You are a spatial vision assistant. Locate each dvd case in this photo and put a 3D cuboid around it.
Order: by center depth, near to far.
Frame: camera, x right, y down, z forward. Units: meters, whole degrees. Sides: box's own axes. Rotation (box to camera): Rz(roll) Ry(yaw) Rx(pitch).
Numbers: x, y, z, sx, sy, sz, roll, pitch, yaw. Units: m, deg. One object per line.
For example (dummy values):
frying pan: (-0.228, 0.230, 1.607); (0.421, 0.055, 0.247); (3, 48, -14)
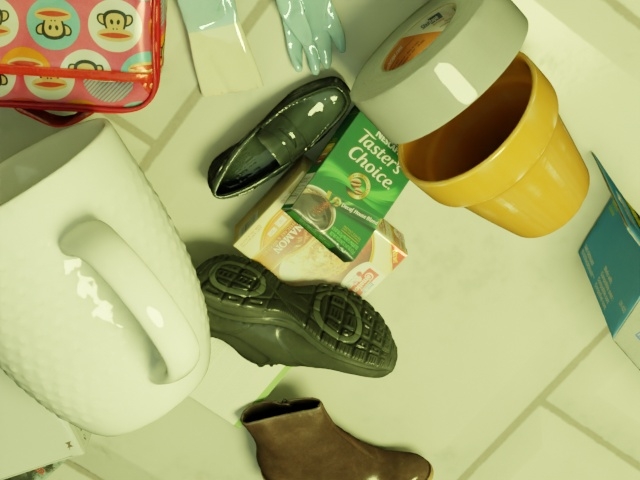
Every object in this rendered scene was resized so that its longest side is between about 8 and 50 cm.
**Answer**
dvd case: (-0.436, 0.323, 1.799); (0.119, 0.013, 0.087); (-43, 109, 16)

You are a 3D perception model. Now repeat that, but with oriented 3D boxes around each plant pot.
plant pot: (0.234, -0.103, 1.519); (0.205, 0.205, 0.188); (-40, 125, 16)

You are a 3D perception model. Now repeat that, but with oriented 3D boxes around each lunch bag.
lunch bag: (-0.334, -0.258, 1.473); (0.293, 0.120, 0.258); (3, 120, -2)

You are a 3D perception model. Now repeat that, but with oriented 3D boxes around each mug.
mug: (-0.263, 0.063, 1.430); (0.276, 0.374, 0.328); (-39, 111, -23)

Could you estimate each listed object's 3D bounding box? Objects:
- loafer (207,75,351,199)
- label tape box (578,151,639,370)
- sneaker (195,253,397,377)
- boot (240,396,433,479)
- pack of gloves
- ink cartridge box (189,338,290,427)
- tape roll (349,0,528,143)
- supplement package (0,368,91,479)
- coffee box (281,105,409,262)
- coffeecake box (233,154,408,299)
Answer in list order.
loafer: (-0.052, -0.125, 1.555); (0.223, 0.078, 0.076); (-36, 111, 15)
label tape box: (0.426, 0.076, 1.573); (0.106, 0.240, 0.333); (-37, 110, 17)
sneaker: (-0.037, 0.118, 1.602); (0.286, 0.109, 0.130); (22, 133, 5)
boot: (0.025, 0.300, 1.729); (0.249, 0.090, 0.206); (-7, 135, 11)
pack of gloves: (-0.077, -0.302, 1.501); (0.195, 0.046, 0.232); (-10, 126, 4)
ink cartridge box: (-0.158, 0.136, 1.692); (0.235, 0.056, 0.171); (35, 110, -14)
tape roll: (0.138, -0.216, 1.439); (0.219, 0.219, 0.072); (-39, 110, 16)
supplement package: (-0.469, 0.215, 1.667); (0.262, 0.145, 0.204); (-19, 111, 7)
coffee box: (0.046, -0.078, 1.549); (0.113, 0.040, 0.184); (41, 73, -16)
coffeecake box: (0.000, 0.000, 1.622); (0.185, 0.068, 0.142); (38, 109, -17)
